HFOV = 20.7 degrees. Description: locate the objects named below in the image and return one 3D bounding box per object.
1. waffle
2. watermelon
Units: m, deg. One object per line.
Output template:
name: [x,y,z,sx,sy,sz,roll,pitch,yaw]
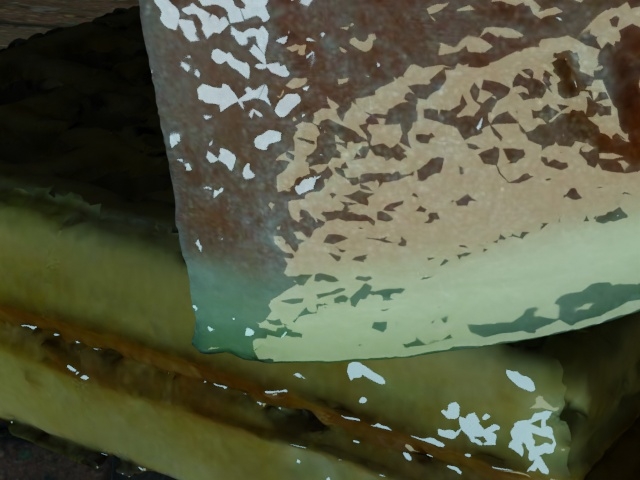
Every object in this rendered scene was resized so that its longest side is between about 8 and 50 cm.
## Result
waffle: [0.000,0.001,0.721,0.376,0.114,0.261,14,-153,32]
watermelon: [0.055,-0.094,0.463,0.292,0.250,0.283,1,176,-40]
